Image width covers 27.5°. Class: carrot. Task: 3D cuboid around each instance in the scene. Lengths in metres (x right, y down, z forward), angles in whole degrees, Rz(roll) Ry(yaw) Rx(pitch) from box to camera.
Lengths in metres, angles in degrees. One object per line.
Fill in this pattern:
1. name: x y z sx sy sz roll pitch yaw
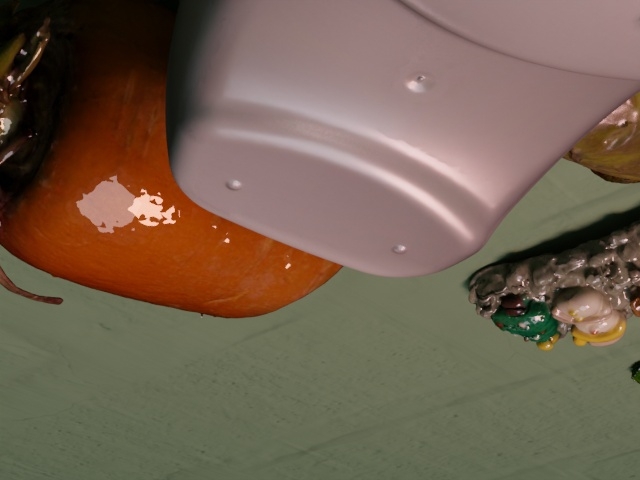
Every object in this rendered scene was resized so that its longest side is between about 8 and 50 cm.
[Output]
1. carrot: -0.131 -0.058 0.866 0.331 0.193 0.214 25 115 -42

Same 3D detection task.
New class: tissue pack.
1. tissue pack: 0.061 -0.156 0.693 0.229 0.236 0.333 20 144 -19

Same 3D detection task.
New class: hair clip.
1. hair clip: 0.295 0.040 1.215 0.321 0.091 0.138 -26 142 31

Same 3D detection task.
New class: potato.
1. potato: 0.204 -0.103 0.901 0.149 0.113 0.251 20 -173 33

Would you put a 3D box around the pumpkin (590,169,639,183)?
1. pumpkin: 0.261 -0.064 1.087 0.083 0.028 0.050 -8 149 -2

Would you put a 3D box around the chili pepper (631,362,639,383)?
1. chili pepper: 0.394 0.146 1.489 0.091 0.030 0.034 -18 174 27
